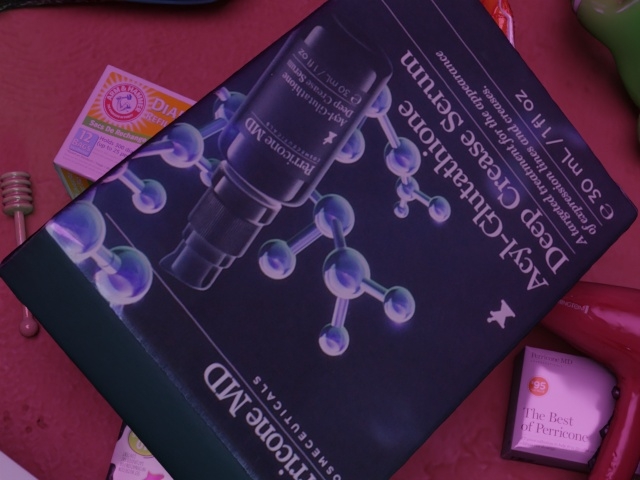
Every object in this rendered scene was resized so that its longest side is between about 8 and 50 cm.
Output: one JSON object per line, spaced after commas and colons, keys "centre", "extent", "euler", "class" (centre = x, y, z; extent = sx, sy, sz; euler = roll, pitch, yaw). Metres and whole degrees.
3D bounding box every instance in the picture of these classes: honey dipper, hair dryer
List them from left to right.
{"centre": [-0.284, 0.014, 1.137], "extent": [0.030, 0.030, 0.161], "euler": [-8, 76, -4], "class": "honey dipper"}
{"centre": [0.267, 0.145, 1.008], "extent": [0.223, 0.080, 0.294], "euler": [-29, 75, -8], "class": "hair dryer"}

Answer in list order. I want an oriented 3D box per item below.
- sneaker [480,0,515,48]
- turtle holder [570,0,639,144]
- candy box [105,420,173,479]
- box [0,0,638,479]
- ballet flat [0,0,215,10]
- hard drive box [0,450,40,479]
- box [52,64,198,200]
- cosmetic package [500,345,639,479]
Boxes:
{"centre": [0.163, -0.194, 1.195], "extent": [0.067, 0.064, 0.175], "euler": [-8, 69, 7], "class": "sneaker"}
{"centre": [0.399, -0.201, 1.135], "extent": [0.320, 0.243, 0.227], "euler": [5, 47, 42], "class": "turtle holder"}
{"centre": [-0.097, 0.184, 1.058], "extent": [0.159, 0.071, 0.234], "euler": [13, 72, 3], "class": "candy box"}
{"centre": [0.000, 0.000, 0.954], "extent": [0.395, 0.212, 0.293], "euler": [-42, 98, -24], "class": "box"}
{"centre": [-0.306, -0.317, 1.198], "extent": [0.482, 0.164, 0.182], "euler": [-3, 50, -8], "class": "ballet flat"}
{"centre": [-0.291, 0.252, 0.921], "extent": [0.232, 0.089, 0.181], "euler": [35, 63, 3], "class": "hard drive box"}
{"centre": [-0.130, -0.062, 1.123], "extent": [0.203, 0.103, 0.114], "euler": [23, 72, 6], "class": "box"}
{"centre": [0.290, 0.167, 1.075], "extent": [0.238, 0.060, 0.099], "euler": [10, 71, 2], "class": "cosmetic package"}
